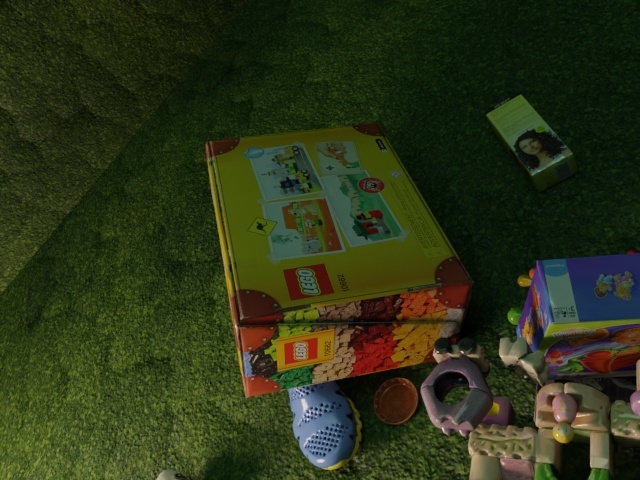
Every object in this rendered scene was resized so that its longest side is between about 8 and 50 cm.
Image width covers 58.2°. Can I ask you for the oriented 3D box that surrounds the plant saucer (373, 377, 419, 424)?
[{"bbox_3d":[0.132,0.279,0.998,0.084,0.013,0.083,-21,45,23],"label":"plant saucer"}]

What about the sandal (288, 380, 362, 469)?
[{"bbox_3d":[-0.025,0.260,1.043,0.126,0.138,0.317,-33,44,7],"label":"sandal"}]

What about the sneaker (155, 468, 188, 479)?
[{"bbox_3d":[-0.344,0.574,1.052,0.330,0.122,0.146,-51,24,-9],"label":"sneaker"}]

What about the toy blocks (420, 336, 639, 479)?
[{"bbox_3d":[0.281,0.300,0.647,0.289,0.309,0.260,-7,46,34],"label":"toy blocks"}]

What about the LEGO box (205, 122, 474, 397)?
[{"bbox_3d":[0.000,0.000,1.081,0.373,0.193,0.500,-8,43,-10],"label":"LEGO box"}]

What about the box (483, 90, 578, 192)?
[{"bbox_3d":[0.417,-0.203,1.155,0.087,0.058,0.232,-30,42,13],"label":"box"}]

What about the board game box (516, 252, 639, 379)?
[{"bbox_3d":[0.429,0.093,0.687,0.347,0.233,0.078,-5,61,10],"label":"board game box"}]

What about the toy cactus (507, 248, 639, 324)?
[{"bbox_3d":[0.405,0.110,0.884,0.219,0.112,0.180,-18,56,12],"label":"toy cactus"}]

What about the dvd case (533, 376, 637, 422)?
[{"bbox_3d":[0.418,0.187,0.796,0.221,0.018,0.164,5,67,19],"label":"dvd case"}]
